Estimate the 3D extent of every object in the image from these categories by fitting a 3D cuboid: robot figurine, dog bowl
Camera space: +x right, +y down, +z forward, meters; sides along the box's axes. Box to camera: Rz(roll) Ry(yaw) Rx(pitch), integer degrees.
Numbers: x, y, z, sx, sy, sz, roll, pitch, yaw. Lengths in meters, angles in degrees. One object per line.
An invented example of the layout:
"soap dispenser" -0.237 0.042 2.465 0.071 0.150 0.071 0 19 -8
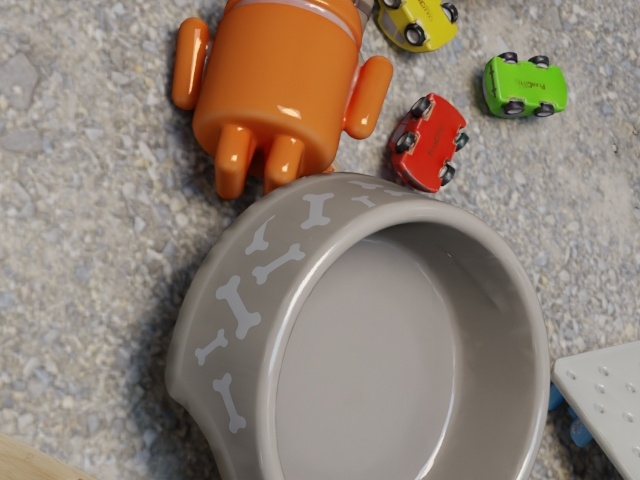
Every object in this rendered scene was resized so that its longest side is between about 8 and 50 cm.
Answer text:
"robot figurine" -0.037 -0.139 1.103 0.128 0.158 0.219 38 57 -44
"dog bowl" 0.048 0.118 1.041 0.349 0.102 0.348 -2 94 -39

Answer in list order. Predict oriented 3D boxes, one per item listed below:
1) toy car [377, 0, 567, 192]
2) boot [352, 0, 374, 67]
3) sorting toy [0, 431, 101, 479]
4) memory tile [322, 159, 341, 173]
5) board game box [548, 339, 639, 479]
"toy car" 0.147 -0.152 1.273 0.225 0.053 0.239 3 75 -33
"boot" 0.027 -0.198 1.215 0.118 0.042 0.087 45 55 -15
"sorting toy" -0.165 0.289 0.879 0.257 0.089 0.255 28 62 -8
"memory tile" 0.000 0.000 1.156 0.113 0.012 0.148 47 56 -14
"board game box" 0.456 0.248 1.253 0.390 0.050 0.390 -7 49 -35
